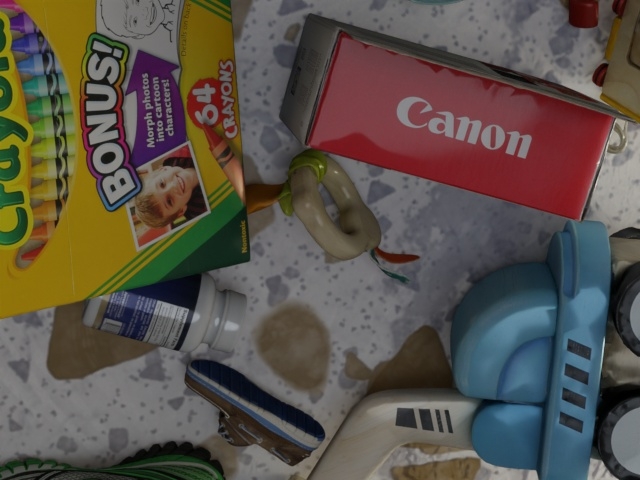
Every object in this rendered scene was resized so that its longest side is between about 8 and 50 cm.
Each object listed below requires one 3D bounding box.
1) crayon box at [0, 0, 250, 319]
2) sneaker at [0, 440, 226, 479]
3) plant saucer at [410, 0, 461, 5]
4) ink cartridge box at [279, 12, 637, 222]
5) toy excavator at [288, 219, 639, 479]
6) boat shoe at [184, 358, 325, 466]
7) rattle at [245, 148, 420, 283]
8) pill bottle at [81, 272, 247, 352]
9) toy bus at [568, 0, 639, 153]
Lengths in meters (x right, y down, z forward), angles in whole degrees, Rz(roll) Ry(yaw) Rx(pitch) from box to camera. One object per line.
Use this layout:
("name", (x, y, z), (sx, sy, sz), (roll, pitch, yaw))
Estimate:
("crayon box", (-0.235, -0.129, 1.371), (0.313, 0.106, 0.362), (-14, 105, -37))
("sneaker", (-0.274, 0.317, 1.547), (0.344, 0.146, 0.134), (-14, 105, -5))
("plant saucer", (0.126, -0.356, 1.501), (0.195, 0.037, 0.194), (-2, 104, -8))
("ink cartridge box", (0.133, -0.127, 1.436), (0.310, 0.272, 0.130), (14, 101, -11))
("toy excavator", (0.189, 0.180, 1.579), (0.445, 0.222, 0.432), (6, 104, 4))
("boat shoe", (-0.086, 0.206, 1.591), (0.183, 0.066, 0.066), (33, 106, -10))
("rattle", (0.000, 0.000, 1.554), (0.143, 0.130, 0.200), (-37, 133, 12))
("pill bottle", (-0.172, 0.071, 1.529), (0.169, 0.094, 0.094), (16, 100, -13))
("toy bus", (0.383, -0.214, 1.537), (0.104, 0.202, 0.191), (-31, 101, -32))
